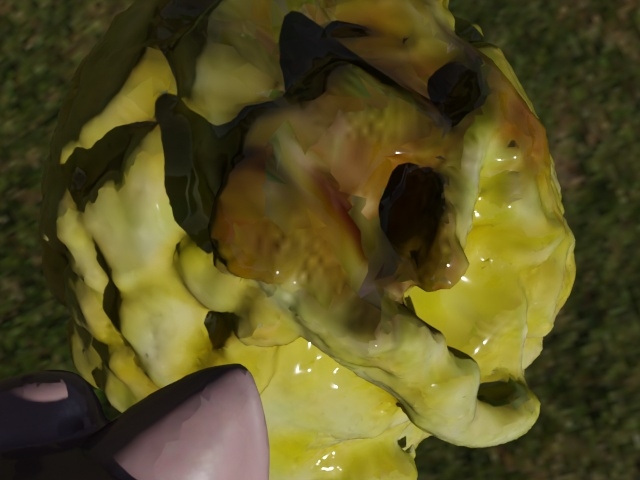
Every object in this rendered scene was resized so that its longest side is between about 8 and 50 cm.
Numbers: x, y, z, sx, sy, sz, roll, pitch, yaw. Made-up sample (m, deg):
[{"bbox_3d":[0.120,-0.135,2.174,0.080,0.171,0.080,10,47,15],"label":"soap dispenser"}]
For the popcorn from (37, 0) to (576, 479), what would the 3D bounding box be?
[{"bbox_3d":[0.002,-0.005,0.947,0.293,0.237,0.293,14,50,-18],"label":"popcorn"}]

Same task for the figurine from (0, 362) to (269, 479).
[{"bbox_3d":[-0.053,0.178,0.496,0.176,0.186,0.287,-20,83,3],"label":"figurine"}]
